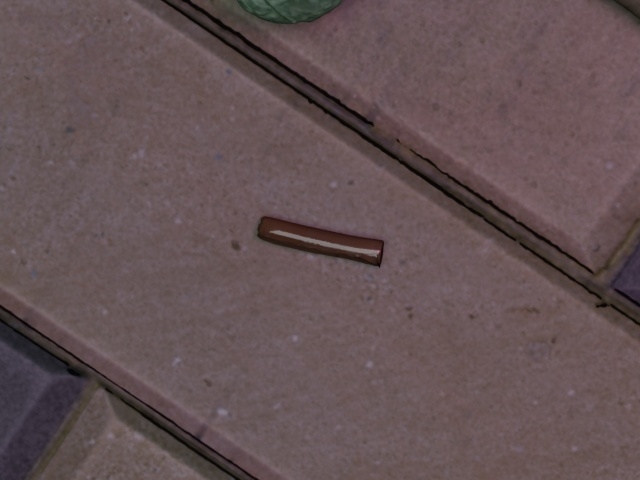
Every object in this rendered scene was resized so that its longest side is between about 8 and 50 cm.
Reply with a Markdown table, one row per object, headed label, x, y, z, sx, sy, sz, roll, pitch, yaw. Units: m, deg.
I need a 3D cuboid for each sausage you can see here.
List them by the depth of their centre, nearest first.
| label | x | y | z | sx | sy | sz | roll | pitch | yaw |
| --- | --- | --- | --- | --- | --- | --- | --- | --- | --- |
| sausage | 0.000 | 0.000 | 1.357 | 0.116 | 0.026 | 0.026 | 13 | 98 | 3 |

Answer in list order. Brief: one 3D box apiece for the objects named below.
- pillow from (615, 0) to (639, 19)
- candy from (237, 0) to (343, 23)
| label | x | y | z | sx | sy | sz | roll | pitch | yaw |
| --- | --- | --- | --- | --- | --- | --- | --- | --- | --- |
| pillow | 0.291 | -0.257 | 1.278 | 0.181 | 0.078 | 0.134 | 33 | 101 | -4 |
| candy | 0.097 | -0.290 | 1.191 | 0.440 | 0.119 | 0.119 | -21 | 96 | 35 |
